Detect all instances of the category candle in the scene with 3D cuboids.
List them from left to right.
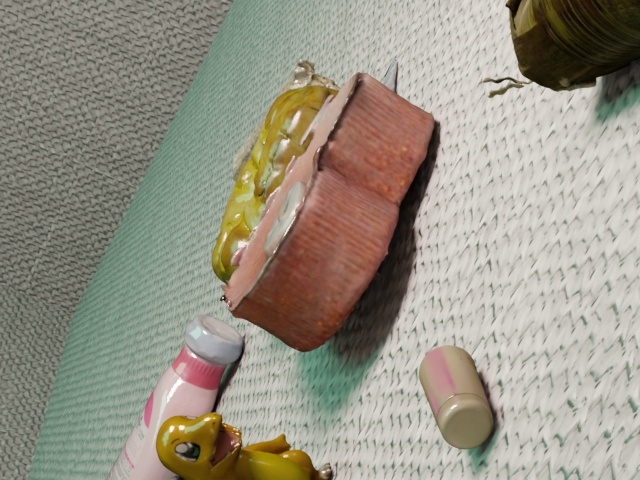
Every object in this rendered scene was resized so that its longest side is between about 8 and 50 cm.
[{"bbox_3d":[0.000,0.000,1.612,0.287,0.131,0.317,-48,13,45],"label":"candle"}]

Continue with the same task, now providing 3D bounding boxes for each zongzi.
[{"bbox_3d":[0.212,-0.241,1.134,0.248,0.111,0.241,149,127,-70],"label":"zongzi"}]

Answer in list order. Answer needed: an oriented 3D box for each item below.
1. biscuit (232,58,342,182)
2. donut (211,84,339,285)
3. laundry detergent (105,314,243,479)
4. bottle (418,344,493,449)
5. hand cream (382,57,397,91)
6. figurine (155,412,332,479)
[{"bbox_3d":[-0.028,-0.134,2.006,0.239,0.108,0.061,128,158,-49],"label":"biscuit"},{"bbox_3d":[-0.030,-0.055,1.831,0.261,0.128,0.208,-66,12,3],"label":"donut"},{"bbox_3d":[-0.207,0.257,2.098,0.335,0.088,0.159,-62,13,15],"label":"laundry detergent"},{"bbox_3d":[0.103,0.118,1.173,0.045,0.045,0.096,-63,15,17],"label":"bottle"},{"bbox_3d":[0.082,-0.186,1.870,0.030,0.019,0.093,-61,7,32],"label":"hand cream"},{"bbox_3d":[-0.085,0.223,1.440,0.122,0.176,0.121,-36,27,34],"label":"figurine"}]
